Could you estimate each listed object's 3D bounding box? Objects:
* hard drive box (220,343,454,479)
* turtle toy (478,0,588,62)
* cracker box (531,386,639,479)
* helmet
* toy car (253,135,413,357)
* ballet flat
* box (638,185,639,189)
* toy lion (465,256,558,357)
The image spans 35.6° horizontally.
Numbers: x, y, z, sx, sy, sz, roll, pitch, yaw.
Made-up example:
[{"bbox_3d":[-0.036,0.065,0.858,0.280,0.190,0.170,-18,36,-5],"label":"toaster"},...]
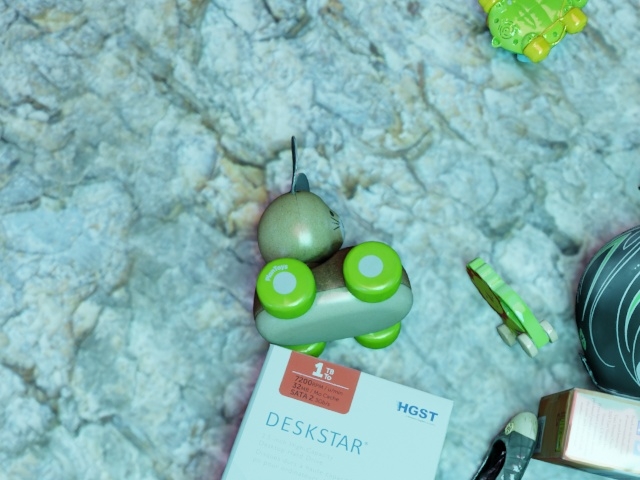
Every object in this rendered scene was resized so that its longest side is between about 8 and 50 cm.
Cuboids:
[{"bbox_3d":[0.001,0.235,0.892,0.181,0.089,0.232,16,61,5],"label":"hard drive box"},{"bbox_3d":[0.227,-0.237,1.031,0.130,0.066,0.095,-37,79,-7],"label":"turtle toy"},{"bbox_3d":[0.318,0.191,0.887,0.232,0.155,0.067,12,78,5],"label":"cracker box"},{"bbox_3d":[0.321,0.058,0.914,0.170,0.169,0.161,0,95,2],"label":"helmet"},{"bbox_3d":[0.000,0.000,0.953,0.149,0.155,0.188,-11,65,-1],"label":"toy car"},{"bbox_3d":[0.147,0.230,0.933,0.049,0.057,0.173,37,82,-3],"label":"ballet flat"},{"bbox_3d":[0.409,-0.031,0.938,0.077,0.147,0.180,-43,80,-7],"label":"box"},{"bbox_3d":[0.175,0.059,0.954,0.034,0.100,0.096,-35,98,-4],"label":"toy lion"}]
